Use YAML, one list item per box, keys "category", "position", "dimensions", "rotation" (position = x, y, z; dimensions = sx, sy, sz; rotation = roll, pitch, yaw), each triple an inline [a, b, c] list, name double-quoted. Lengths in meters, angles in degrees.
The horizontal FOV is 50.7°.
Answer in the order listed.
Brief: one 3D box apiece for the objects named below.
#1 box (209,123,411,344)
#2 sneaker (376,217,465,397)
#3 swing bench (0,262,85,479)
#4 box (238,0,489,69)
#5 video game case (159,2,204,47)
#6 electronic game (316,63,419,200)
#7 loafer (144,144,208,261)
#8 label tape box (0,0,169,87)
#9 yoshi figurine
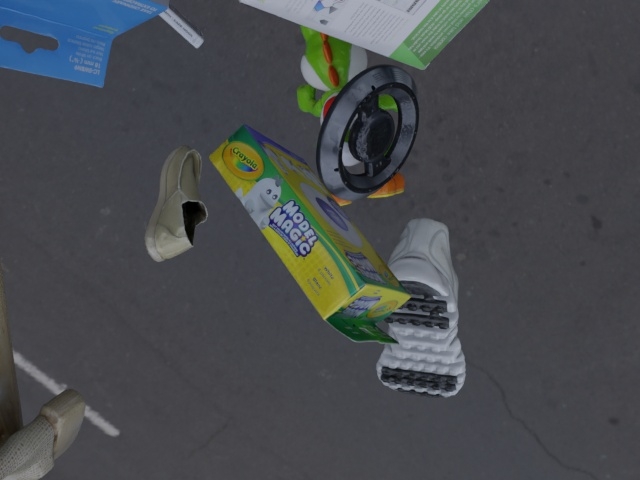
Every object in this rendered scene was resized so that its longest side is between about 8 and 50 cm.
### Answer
- category: "box"
  position: [0.000, 0.000, 0.503]
  dimensions: [0.043, 0.179, 0.105]
  rotation: [-40, 158, 13]
- category: "sneaker"
  position: [0.124, 0.093, 0.803]
  dimensions: [0.110, 0.118, 0.292]
  rotation: [7, 142, 12]
- category: "swing bench"
  position: [-0.250, 0.085, 0.268]
  dimensions: [0.165, 0.253, 0.254]
  rotation: [4, 117, 28]
- category: "box"
  position: [0.082, -0.362, 0.898]
  dimensions: [0.322, 0.058, 0.232]
  rotation: [12, 146, -31]
- category: "video game case"
  position: [-0.265, -0.391, 1.116]
  dimensions: [0.173, 0.190, 0.022]
  rotation: [40, 99, -21]
- category: "electronic game"
  position: [0.081, -0.170, 1.091]
  dimensions: [0.048, 0.229, 0.229]
  rotation: [34, 140, 36]
- category: "loafer"
  position: [-0.268, -0.075, 1.338]
  dimensions: [0.092, 0.268, 0.102]
  rotation: [0, 148, 11]
- category: "label tape box"
  position: [-0.279, -0.349, 0.758]
  dimensions: [0.106, 0.241, 0.333]
  rotation: [17, 101, 31]
- category: "yoshi figurine"
  position: [0.051, -0.257, 1.257]
  dimensions: [0.204, 0.203, 0.362]
  rotation: [-17, 101, -25]
